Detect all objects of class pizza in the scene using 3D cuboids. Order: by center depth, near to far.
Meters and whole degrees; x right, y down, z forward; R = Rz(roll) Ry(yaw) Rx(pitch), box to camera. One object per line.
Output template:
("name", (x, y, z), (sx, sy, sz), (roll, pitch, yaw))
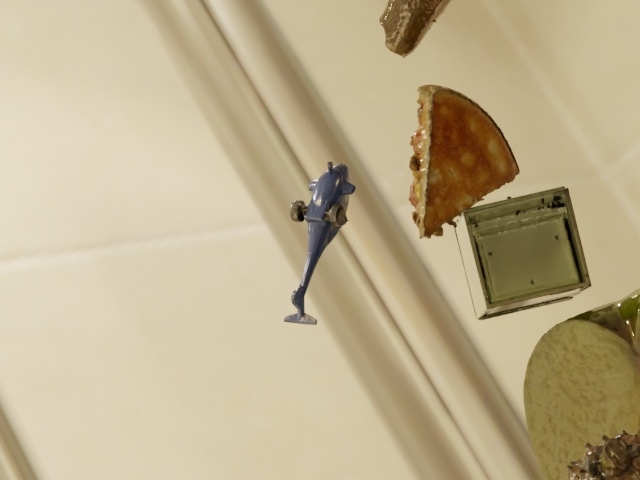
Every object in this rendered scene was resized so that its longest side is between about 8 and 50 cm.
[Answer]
("pizza", (0.156, -0.094, 2.121), (0.201, 0.053, 0.193), (48, -115, -33))

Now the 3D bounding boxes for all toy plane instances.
("toy plane", (0.000, 0.000, 1.601), (0.054, 0.167, 0.062), (6, -24, 28))

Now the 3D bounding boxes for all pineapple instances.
("pineapple", (0.321, 0.274, 1.726), (0.166, 0.166, 0.193), (-28, -53, -9))

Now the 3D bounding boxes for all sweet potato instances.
("sweet potato", (0.147, -0.349, 2.158), (0.077, 0.077, 0.244), (-3, -52, -55))

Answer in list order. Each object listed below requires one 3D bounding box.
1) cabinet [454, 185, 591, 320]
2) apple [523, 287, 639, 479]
("cabinet", (0.273, 0.017, 2.282), (0.145, 0.150, 0.206), (-13, -6, 0))
("apple", (0.456, 0.232, 2.119), (0.311, 0.360, 0.320), (-20, -10, -17))
